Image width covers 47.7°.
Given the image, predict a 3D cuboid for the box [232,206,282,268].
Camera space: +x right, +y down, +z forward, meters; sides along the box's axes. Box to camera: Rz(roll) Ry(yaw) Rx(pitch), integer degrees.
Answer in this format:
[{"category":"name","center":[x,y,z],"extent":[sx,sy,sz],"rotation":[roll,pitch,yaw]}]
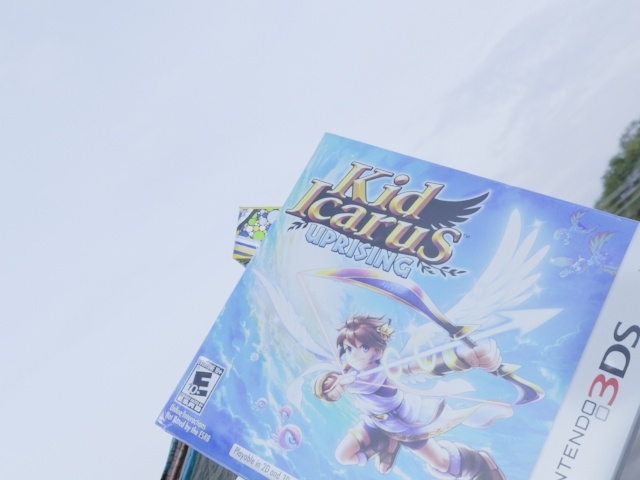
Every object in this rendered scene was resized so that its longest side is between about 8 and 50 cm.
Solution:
[{"category":"box","center":[0.000,0.000,0.735],"extent":[0.169,0.059,0.054],"rotation":[0,-19,18]}]

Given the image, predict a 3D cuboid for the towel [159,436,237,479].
[{"category":"towel","center":[-0.112,0.220,0.800],"extent":[0.370,0.040,0.271],"rotation":[-32,-36,-79]}]

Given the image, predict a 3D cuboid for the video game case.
[{"category":"video game case","center":[0.063,0.071,0.465],"extent":[0.244,0.270,0.061],"rotation":[-60,-30,-17]}]
